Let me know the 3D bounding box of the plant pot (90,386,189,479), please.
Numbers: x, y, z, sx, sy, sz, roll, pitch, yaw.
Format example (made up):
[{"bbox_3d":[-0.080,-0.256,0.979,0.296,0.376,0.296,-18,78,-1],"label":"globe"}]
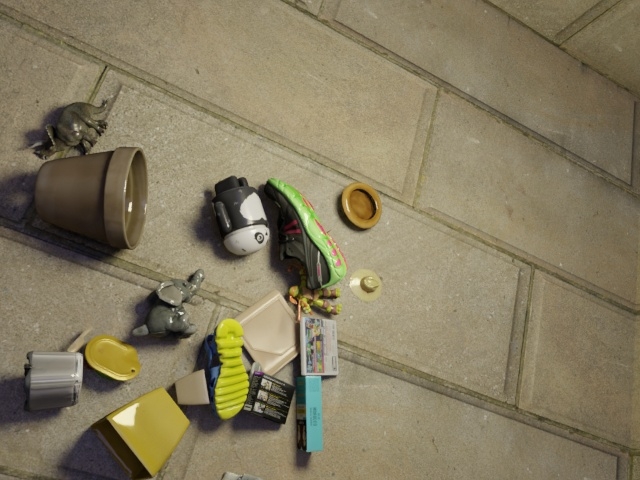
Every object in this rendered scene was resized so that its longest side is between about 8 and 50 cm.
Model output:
[{"bbox_3d":[-0.522,0.562,1.633,0.187,0.212,0.212,-38,92,-41],"label":"plant pot"}]

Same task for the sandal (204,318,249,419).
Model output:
[{"bbox_3d":[-0.318,0.422,1.800,0.126,0.138,0.318,11,72,-39],"label":"sandal"}]

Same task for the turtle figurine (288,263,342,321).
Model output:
[{"bbox_3d":[-0.031,0.214,2.002,0.217,0.087,0.270,18,36,-24],"label":"turtle figurine"}]

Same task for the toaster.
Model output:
[{"bbox_3d":[-0.761,0.394,1.559,0.146,0.227,0.129,3,48,-26],"label":"toaster"}]

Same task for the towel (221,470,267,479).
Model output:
[{"bbox_3d":[-0.213,0.929,1.739,0.312,0.056,0.325,23,66,-17],"label":"towel"}]

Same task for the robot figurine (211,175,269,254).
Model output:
[{"bbox_3d":[-0.281,-0.087,1.937,0.209,0.173,0.278,-14,80,-25],"label":"robot figurine"}]

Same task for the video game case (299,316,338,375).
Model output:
[{"bbox_3d":[-0.004,0.383,1.970,0.183,0.023,0.202,15,68,-47],"label":"video game case"}]

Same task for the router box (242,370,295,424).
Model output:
[{"bbox_3d":[-0.169,0.530,1.838,0.179,0.046,0.133,39,59,-42],"label":"router box"}]

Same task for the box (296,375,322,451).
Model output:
[{"bbox_3d":[-0.040,0.595,1.889,0.060,0.100,0.245,5,73,-21],"label":"box"}]

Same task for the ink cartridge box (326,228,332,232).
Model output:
[{"bbox_3d":[0.000,0.000,2.101,0.115,0.063,0.029,-32,88,-28],"label":"ink cartridge box"}]

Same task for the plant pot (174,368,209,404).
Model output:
[{"bbox_3d":[-0.413,0.478,1.757,0.096,0.109,0.109,-10,79,-14],"label":"plant pot"}]

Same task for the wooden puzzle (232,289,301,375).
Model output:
[{"bbox_3d":[-0.175,0.328,1.943,0.221,0.044,0.239,-35,87,-28],"label":"wooden puzzle"}]

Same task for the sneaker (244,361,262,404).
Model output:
[{"bbox_3d":[-0.236,0.486,1.849,0.053,0.061,0.152,28,64,-51],"label":"sneaker"}]

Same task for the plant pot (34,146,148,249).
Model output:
[{"bbox_3d":[-0.713,-0.139,1.713,0.280,0.323,0.324,4,73,-6],"label":"plant pot"}]

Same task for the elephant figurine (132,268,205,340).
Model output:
[{"bbox_3d":[-0.489,0.198,1.793,0.169,0.186,0.240,-15,65,16],"label":"elephant figurine"}]

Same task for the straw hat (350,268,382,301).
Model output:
[{"bbox_3d":[0.192,0.170,2.140,0.144,0.061,0.145,7,72,-22],"label":"straw hat"}]

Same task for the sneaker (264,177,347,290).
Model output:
[{"bbox_3d":[-0.095,-0.031,1.980,0.202,0.185,0.483,-36,67,10],"label":"sneaker"}]

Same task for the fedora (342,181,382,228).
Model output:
[{"bbox_3d":[0.154,-0.137,2.202,0.194,0.079,0.195,6,77,-27],"label":"fedora"}]

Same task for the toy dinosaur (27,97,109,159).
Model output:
[{"bbox_3d":[-0.807,-0.388,1.822,0.160,0.121,0.314,38,67,-25],"label":"toy dinosaur"}]

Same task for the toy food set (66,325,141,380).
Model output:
[{"bbox_3d":[-0.669,0.367,1.697,0.217,0.071,0.128,35,37,-15],"label":"toy food set"}]
